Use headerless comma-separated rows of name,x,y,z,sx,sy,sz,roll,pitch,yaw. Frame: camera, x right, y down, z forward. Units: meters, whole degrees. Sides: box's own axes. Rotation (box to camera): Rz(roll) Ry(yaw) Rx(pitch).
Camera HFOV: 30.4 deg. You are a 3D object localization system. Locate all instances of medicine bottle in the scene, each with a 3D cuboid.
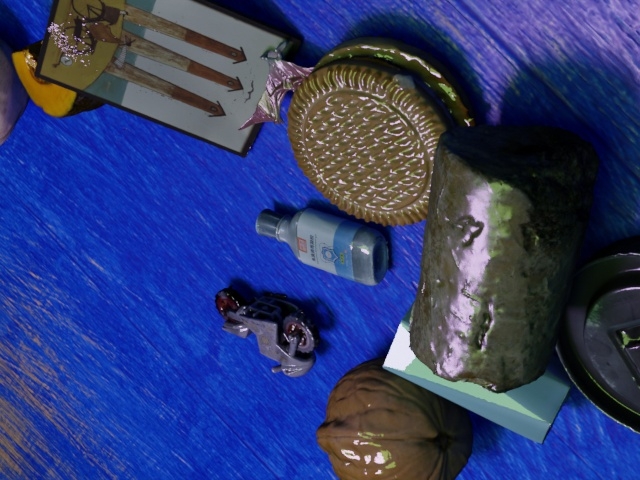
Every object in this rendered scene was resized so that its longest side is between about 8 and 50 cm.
medicine bottle,0.000,0.000,1.692,0.208,0.053,0.090,18,130,31

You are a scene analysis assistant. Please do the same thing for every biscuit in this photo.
biscuit,0.077,-0.135,1.487,0.259,0.079,0.259,19,134,20

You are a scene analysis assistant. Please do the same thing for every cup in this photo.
cup,0.216,0.171,1.573,0.235,0.148,0.134,28,149,18

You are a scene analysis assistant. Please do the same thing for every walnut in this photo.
walnut,0.104,0.278,1.709,0.228,0.228,0.228,23,133,27

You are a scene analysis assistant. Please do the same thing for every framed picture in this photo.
framed picture,-0.214,-0.250,1.605,0.323,0.013,0.244,21,137,-9

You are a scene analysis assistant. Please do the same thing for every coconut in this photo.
coconut,-0.568,-0.252,1.900,0.224,0.224,0.224,23,133,27

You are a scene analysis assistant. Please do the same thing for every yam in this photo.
yam,0.211,0.007,1.386,0.195,0.195,0.300,23,123,27

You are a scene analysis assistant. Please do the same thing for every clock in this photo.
clock,0.417,0.122,1.421,0.280,0.055,0.281,22,133,27

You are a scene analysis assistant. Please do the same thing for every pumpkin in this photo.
pumpkin,-0.331,-0.259,1.730,0.248,0.131,0.126,-4,109,48

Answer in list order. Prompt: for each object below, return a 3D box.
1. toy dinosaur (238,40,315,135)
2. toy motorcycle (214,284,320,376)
toy dinosaur,-0.038,-0.207,1.561,0.220,0.032,0.108,-28,112,35
toy motorcycle,-0.078,0.144,1.858,0.215,0.080,0.123,17,128,38
